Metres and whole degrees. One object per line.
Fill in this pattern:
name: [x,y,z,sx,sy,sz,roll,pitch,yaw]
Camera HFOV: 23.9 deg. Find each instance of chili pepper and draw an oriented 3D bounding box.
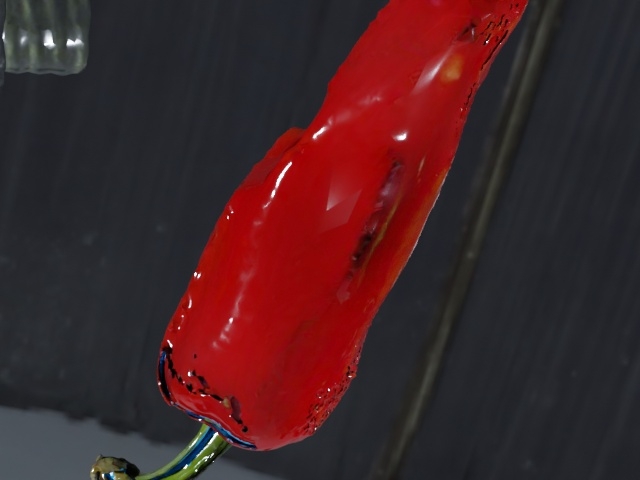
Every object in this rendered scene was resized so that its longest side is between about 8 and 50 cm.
chili pepper: [0.000,0.000,0.803,0.110,0.387,0.110,27,17,-9]

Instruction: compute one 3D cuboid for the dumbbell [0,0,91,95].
dumbbell: [-0.210,-0.063,0.426,0.290,0.192,0.192,-1,26,-17]
